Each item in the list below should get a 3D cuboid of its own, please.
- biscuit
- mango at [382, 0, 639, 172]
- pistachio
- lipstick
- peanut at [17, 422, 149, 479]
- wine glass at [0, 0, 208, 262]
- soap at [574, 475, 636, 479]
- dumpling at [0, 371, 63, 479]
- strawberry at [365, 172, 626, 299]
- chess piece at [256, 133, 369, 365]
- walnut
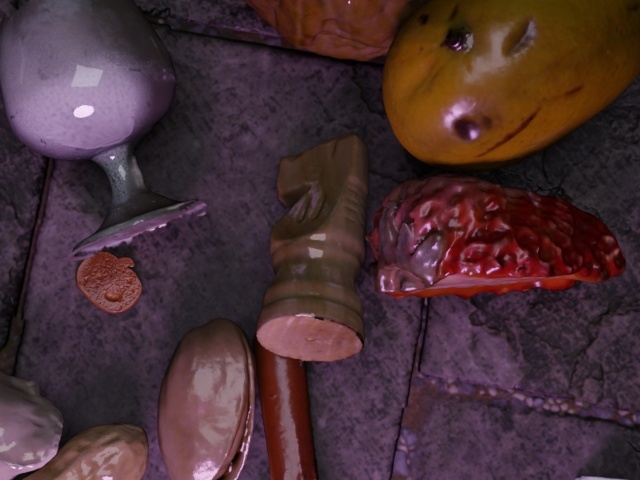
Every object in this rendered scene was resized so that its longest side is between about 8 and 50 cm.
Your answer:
[{"bbox_3d":[-0.278,0.052,1.942,0.091,0.015,0.078,44,79,6],"label":"biscuit"},{"bbox_3d":[0.269,-0.224,1.858,0.445,0.301,0.220,-15,63,-43],"label":"mango"},{"bbox_3d":[-0.141,0.210,1.858,0.136,0.136,0.225,6,84,-1],"label":"pistachio"},{"bbox_3d":[-0.034,0.298,1.874,0.077,0.077,0.418,-7,78,-3],"label":"lipstick"},{"bbox_3d":[-0.320,0.323,1.836,0.257,0.123,0.123,-39,83,-6],"label":"peanut"},{"bbox_3d":[-0.285,-0.156,1.875,0.238,0.238,0.322,-23,85,-6],"label":"wine glass"},{"bbox_3d":[0.381,0.406,1.872,0.119,0.066,0.198,5,79,1],"label":"soap"},{"bbox_3d":[-0.426,0.231,1.844,0.250,0.132,0.162,4,57,29],"label":"dumpling"},{"bbox_3d":[0.224,-0.008,1.853,0.336,0.265,0.149,0,80,-24],"label":"strawberry"},{"bbox_3d":[0.000,0.000,1.883,0.137,0.137,0.300,7,60,-1],"label":"chess piece"},{"bbox_3d":[0.026,-0.384,1.866,0.306,0.344,0.306,-1,71,2],"label":"walnut"}]
